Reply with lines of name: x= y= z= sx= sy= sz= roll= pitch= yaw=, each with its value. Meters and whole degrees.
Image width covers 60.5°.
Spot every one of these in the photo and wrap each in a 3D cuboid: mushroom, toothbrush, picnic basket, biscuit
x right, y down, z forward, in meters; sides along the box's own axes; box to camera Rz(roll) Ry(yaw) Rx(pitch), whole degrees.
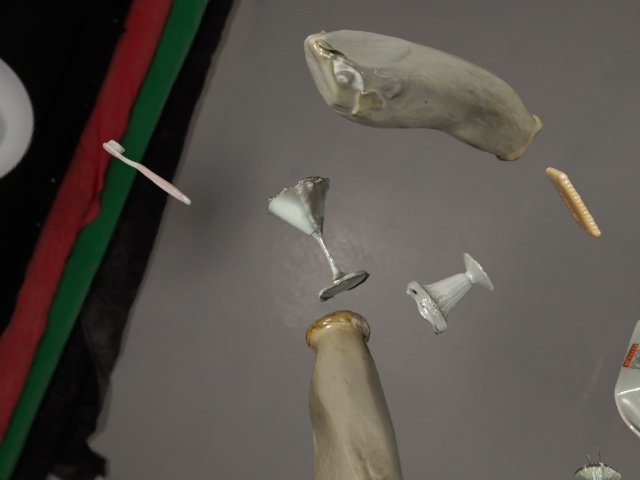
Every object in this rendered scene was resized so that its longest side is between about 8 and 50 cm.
mushroom: x=0.137 y=-0.177 z=0.678 sx=0.097 sy=0.352 sz=0.109 roll=-130 pitch=53 yaw=-60
toothbrush: x=-0.416 y=-0.167 z=1.321 sx=0.029 sy=0.307 sz=0.025 roll=-45 pitch=-24 yaw=-28
picnic basket: x=0.539 y=0.450 z=1.068 sx=0.065 sy=0.084 sz=0.083 roll=75 pitch=-157 yaw=-49
mushroom: x=0.050 y=0.300 z=0.939 sx=0.407 sy=0.138 sz=0.154 roll=-97 pitch=13 yaw=-52
biscuit: x=0.829 y=-0.127 z=1.808 sx=0.030 sy=0.249 sz=0.160 roll=-34 pitch=11 yaw=12

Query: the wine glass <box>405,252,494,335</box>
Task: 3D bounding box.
wine glass: x=0.353 y=0.139 z=1.497 sx=0.197 sy=0.164 sz=0.165 roll=-34 pitch=-9 yaw=-4

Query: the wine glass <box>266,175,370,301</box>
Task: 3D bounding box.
wine glass: x=0.000 y=0.000 z=1.148 sx=0.156 sy=0.232 sz=0.156 roll=-24 pitch=-17 yaw=-8

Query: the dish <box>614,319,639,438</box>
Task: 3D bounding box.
dish: x=0.606 y=0.258 z=0.958 sx=0.234 sy=0.154 sz=0.064 roll=-49 pitch=6 yaw=-32
